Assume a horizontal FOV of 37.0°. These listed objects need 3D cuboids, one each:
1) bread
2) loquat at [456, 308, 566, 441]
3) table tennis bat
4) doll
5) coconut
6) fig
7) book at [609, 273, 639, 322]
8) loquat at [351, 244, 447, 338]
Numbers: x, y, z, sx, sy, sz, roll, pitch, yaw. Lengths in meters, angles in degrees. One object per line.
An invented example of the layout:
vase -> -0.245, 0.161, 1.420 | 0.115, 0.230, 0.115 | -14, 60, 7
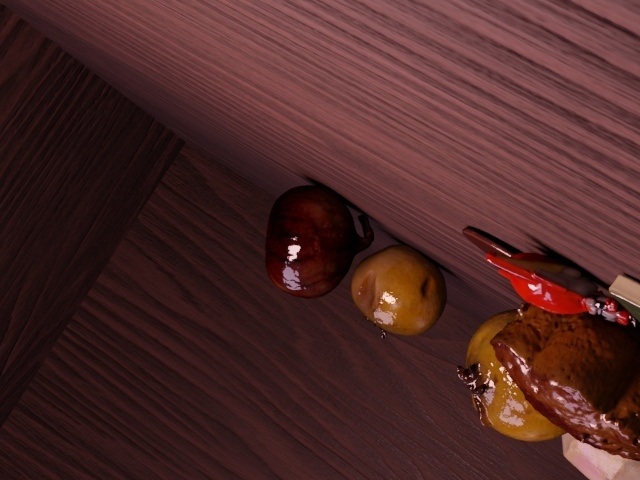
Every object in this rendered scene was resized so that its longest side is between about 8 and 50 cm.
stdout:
bread -> 0.315, 0.163, 1.152 | 0.232, 0.135, 0.247 | 34, 180, -13
loquat -> 0.350, 0.228, 1.624 | 0.244, 0.243, 0.244 | 32, 178, 1
table tennis bat -> 0.298, 0.058, 1.230 | 0.274, 0.021, 0.154 | 33, 180, 24
doll -> 0.268, 0.056, 1.056 | 0.169, 0.057, 0.109 | 28, 180, 21
coconut -> 0.559, 0.357, 1.831 | 0.237, 0.236, 0.197 | 32, -147, 22
fig -> -0.018, 0.000, 1.962 | 0.215, 0.235, 0.235 | 27, 177, 11
book -> 0.418, 0.127, 0.891 | 0.202, 0.027, 0.264 | 35, 178, -43
loquat -> 0.165, 0.111, 2.085 | 0.213, 0.213, 0.213 | 32, 178, 1
